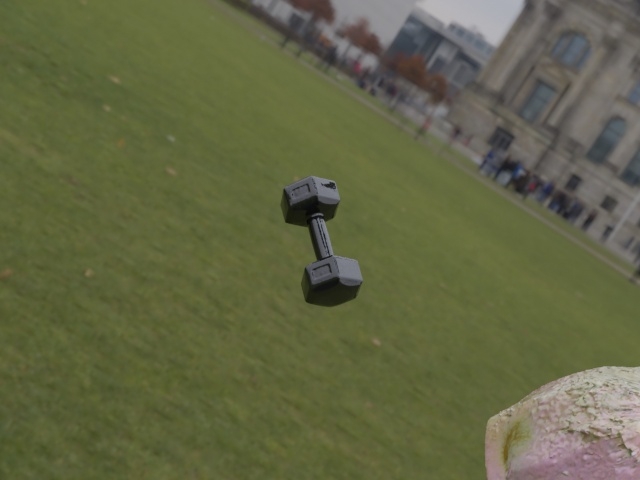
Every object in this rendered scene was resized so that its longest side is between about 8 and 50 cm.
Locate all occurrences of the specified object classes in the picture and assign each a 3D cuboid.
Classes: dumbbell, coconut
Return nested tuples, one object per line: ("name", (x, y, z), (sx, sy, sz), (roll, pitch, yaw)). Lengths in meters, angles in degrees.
("dumbbell", (0.000, 0.000, 0.719), (0.040, 0.036, 0.083), (10, 54, -40))
("coconut", (0.306, 0.260, 1.303), (0.233, 0.245, 0.233), (29, 48, -37))
